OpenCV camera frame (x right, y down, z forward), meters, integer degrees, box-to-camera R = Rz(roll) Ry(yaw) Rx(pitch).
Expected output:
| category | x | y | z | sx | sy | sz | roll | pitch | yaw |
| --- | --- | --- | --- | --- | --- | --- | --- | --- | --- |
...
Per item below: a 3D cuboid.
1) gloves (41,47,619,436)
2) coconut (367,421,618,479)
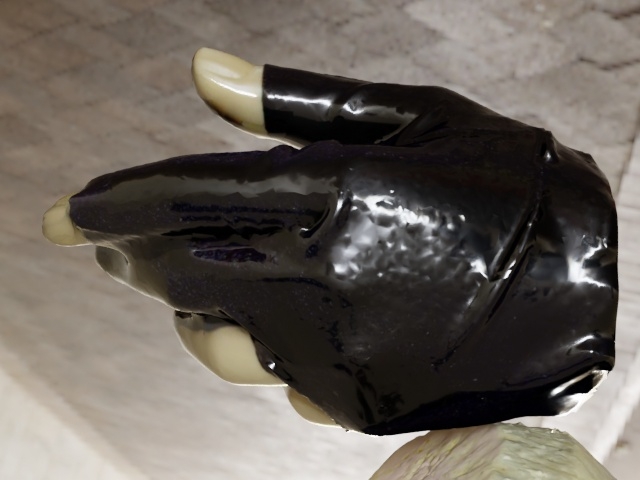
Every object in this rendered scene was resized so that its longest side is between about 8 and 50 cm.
| category | x | y | z | sx | sy | sz | roll | pitch | yaw |
| --- | --- | --- | --- | --- | --- | --- | --- | --- | --- |
| gloves | 0.003 | -0.001 | 0.758 | 0.301 | 0.197 | 0.152 | 0 | 174 | 21 |
| coconut | 0.104 | 0.236 | 0.776 | 0.244 | 0.239 | 0.239 | 48 | 154 | -11 |
